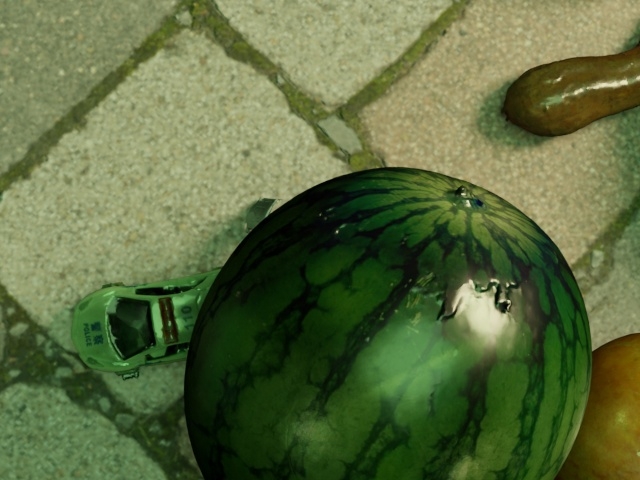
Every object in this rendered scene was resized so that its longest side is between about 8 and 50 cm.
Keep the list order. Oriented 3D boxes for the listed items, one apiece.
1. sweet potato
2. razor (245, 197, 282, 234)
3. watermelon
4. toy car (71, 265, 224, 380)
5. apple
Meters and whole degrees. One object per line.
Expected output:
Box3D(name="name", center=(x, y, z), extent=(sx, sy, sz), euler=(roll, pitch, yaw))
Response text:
Box3D(name="sweet potato", center=(0.284, -0.163, 1.415), extent=(0.233, 0.062, 0.081), euler=(-27, 88, -10))
Box3D(name="razor", center=(0.000, 0.000, 1.384), extent=(0.135, 0.068, 0.040), euler=(23, 87, -16))
Box3D(name="watermelon", center=(0.055, 0.110, 1.230), extent=(0.363, 0.363, 0.363), euler=(0, 87, -6))
Box3D(name="toy car", center=(-0.138, 0.077, 1.356), extent=(0.186, 0.058, 0.093), euler=(-9, 88, -8))
Box3D(name="apple", center=(0.304, 0.195, 1.324), extent=(0.237, 0.207, 0.237), euler=(-4, 108, -11))
